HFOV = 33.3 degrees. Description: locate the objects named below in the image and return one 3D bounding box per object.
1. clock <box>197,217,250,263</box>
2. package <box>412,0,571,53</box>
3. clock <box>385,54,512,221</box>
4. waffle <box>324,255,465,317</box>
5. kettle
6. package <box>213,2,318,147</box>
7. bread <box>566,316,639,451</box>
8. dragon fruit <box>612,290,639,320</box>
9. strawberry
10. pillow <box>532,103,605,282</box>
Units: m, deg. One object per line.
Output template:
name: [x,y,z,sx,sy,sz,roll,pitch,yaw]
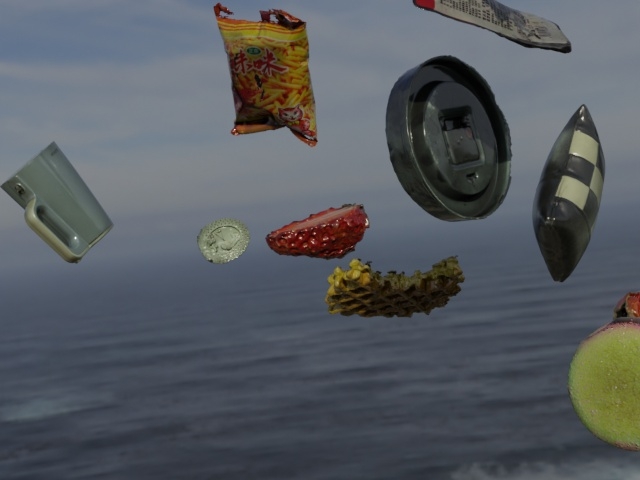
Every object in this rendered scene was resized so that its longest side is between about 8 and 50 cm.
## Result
clock: [-0.150,-0.001,1.672,0.083,0.074,0.010,-27,-21,-13]
package: [0.241,-0.335,1.548,0.239,0.030,0.154,18,30,-12]
clock: [0.214,-0.164,1.762,0.055,0.281,0.280,-14,-4,44]
waffle: [0.153,0.101,2.297,0.293,0.069,0.260,1,-26,-10]
kettle: [-0.601,-0.077,2.453,0.160,0.243,0.210,-34,14,22]
package: [-0.107,-0.340,2.183,0.223,0.288,0.108,12,30,29]
bread: [0.522,0.238,1.794,0.228,0.228,0.033,-5,-13,31]
dragon fruit: [0.768,0.206,2.235,0.342,0.277,0.277,-2,1,-4]
strawberry: [0.000,0.000,2.413,0.236,0.111,0.190,-19,11,-12]
pillow: [0.413,-0.079,1.776,0.106,0.250,0.186,9,-31,23]
